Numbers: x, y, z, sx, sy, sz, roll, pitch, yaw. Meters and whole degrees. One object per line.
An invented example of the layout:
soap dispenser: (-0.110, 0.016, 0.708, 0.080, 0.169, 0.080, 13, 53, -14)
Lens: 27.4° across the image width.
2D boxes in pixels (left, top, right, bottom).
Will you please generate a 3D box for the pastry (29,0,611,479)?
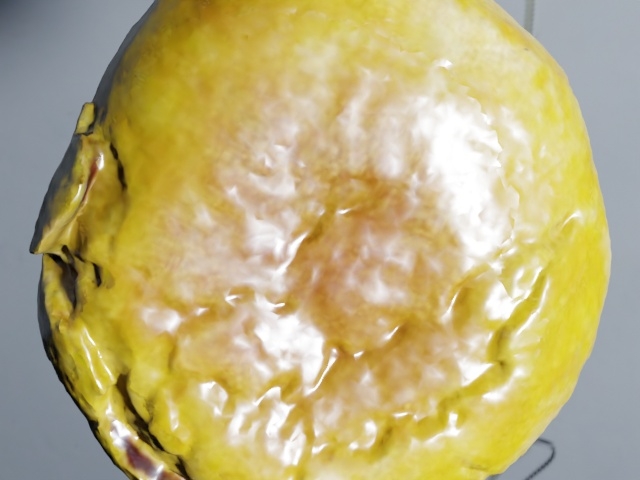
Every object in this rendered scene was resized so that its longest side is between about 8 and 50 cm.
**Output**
pastry: (0.000, 0.000, 0.760, 0.356, 0.164, 0.356, 0, 92, 3)
